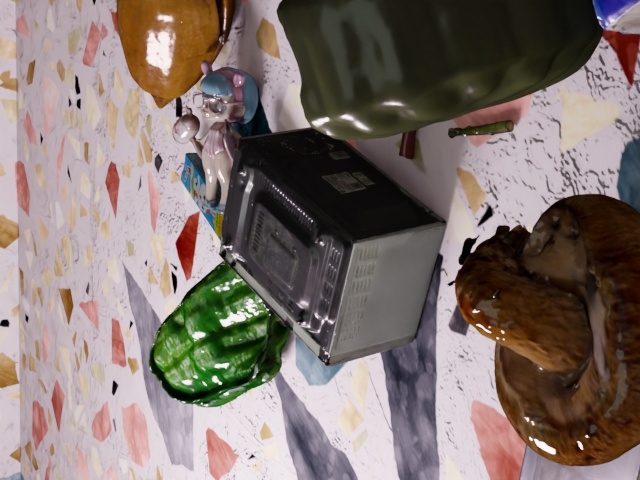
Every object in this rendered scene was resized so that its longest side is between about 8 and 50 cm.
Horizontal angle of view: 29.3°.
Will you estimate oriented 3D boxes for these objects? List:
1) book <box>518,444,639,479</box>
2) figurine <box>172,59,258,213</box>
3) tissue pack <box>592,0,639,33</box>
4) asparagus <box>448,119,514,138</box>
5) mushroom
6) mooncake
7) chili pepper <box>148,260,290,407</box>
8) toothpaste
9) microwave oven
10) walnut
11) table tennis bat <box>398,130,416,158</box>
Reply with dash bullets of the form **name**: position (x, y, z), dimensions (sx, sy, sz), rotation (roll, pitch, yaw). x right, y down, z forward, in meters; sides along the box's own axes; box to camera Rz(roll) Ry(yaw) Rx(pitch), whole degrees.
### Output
- **book**: position (0.302, 0.302, 1.441), dimensions (0.191, 0.025, 0.269), rotation (40, 130, 52)
- **figurine**: position (-0.176, -0.181, 2.117), dimensions (0.205, 0.103, 0.260), rotation (27, 120, 50)
- **tissue pack**: position (0.329, -0.352, 1.138), dimensions (0.209, 0.137, 0.269), rotation (-39, 59, 58)
- **asparagus**: position (0.200, -0.139, 1.536), dimensions (0.127, 0.018, 0.015), rotation (0, 61, 61)
- **mushroom**: position (0.269, 0.083, 1.274), dimensions (0.283, 0.195, 0.263), rotation (42, 125, 29)
- **mooncake**: position (0.133, -0.222, 1.322), dimensions (0.351, 0.351, 0.187), rotation (-19, 90, 61)
- **chili pepper**: position (-0.133, 0.151, 2.072), dimensions (0.385, 0.167, 0.213), rotation (-43, 74, 42)
- **toothpaste**: position (-0.179, -0.062, 2.210), dimensions (0.266, 0.050, 0.065), rotation (54, 137, 41)
- **microwave oven**: position (0.000, 0.000, 1.732), dimensions (0.295, 0.181, 0.237), rotation (44, 134, 41)
- **walnut**: position (-0.260, -0.376, 2.134), dimensions (0.209, 0.209, 0.336), rotation (55, 142, 41)
- **table tennis bat**: position (0.125, -0.187, 1.663), dimensions (0.098, 0.019, 0.154), rotation (32, 121, 56)
